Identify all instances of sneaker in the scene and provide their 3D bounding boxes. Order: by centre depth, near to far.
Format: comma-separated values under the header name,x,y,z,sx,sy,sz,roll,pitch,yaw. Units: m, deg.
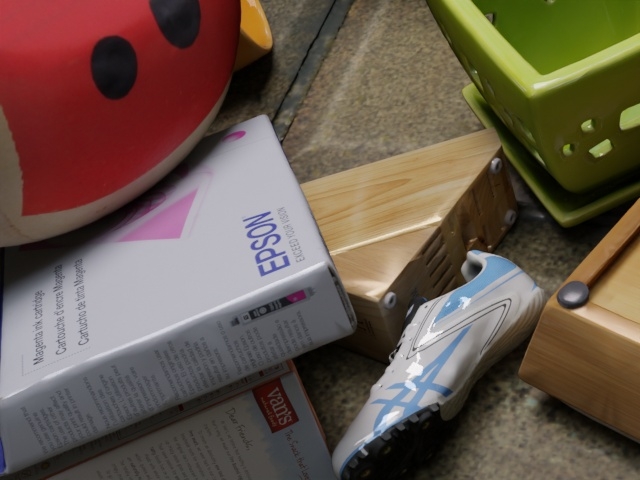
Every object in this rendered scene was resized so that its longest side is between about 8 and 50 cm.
name,x,y,z,sx,sy,sz,roll,pitch,yaw
sneaker,0.079,0.098,1.178,0.086,0.085,0.237,32,56,22

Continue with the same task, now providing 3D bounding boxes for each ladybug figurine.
name,x,y,z,sx,sy,sz,roll,pitch,yaw
ladybug figurine,-0.217,-0.172,1.185,0.305,0.162,0.449,45,47,2

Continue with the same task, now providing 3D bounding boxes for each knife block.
name,x,y,z,sx,sy,sz,roll,pitch,yaw
knife block,0.000,0.000,1.306,0.242,0.088,0.275,20,57,34

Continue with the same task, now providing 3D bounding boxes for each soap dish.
name,x,y,z,sx,sy,sz,roll,pitch,yaw
soap dish,0.317,0.061,1.107,0.291,0.118,0.229,26,60,39

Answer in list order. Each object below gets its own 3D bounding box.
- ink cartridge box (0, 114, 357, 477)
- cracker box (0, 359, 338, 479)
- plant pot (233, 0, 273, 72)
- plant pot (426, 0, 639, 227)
name,x,y,z,sx,sy,sz,roll,pitch,yaw
ink cartridge box,-0.160,0.036,1.164,0.330,0.071,0.324,-21,25,-2
cracker box,-0.111,0.170,1.130,0.232,0.155,0.067,-23,42,-3
plant pot,-0.180,-0.229,1.539,0.188,0.205,0.205,-30,42,13
plant pot,0.232,-0.157,1.285,0.228,0.207,0.227,-25,48,-6
